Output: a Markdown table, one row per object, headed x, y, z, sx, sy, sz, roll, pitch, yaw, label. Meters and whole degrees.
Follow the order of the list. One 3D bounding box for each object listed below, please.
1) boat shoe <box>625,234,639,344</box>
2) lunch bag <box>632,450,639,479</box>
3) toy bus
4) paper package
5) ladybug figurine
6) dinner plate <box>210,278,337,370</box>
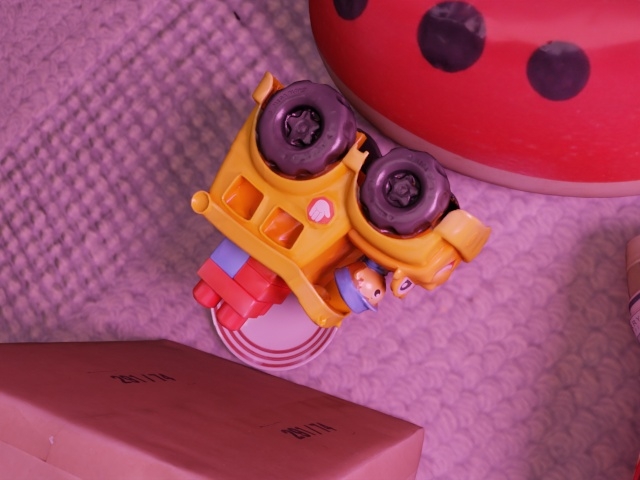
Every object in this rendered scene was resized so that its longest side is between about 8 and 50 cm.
| x | y | z | sx | sy | sz | roll | pitch | yaw | label |
| --- | --- | --- | --- | --- | --- | --- | --- | --- | --- |
| 0.370 | 0.019 | 0.467 | 0.302 | 0.109 | 0.094 | -5 | 59 | 10 | boat shoe |
| 0.312 | 0.215 | 0.365 | 0.293 | 0.120 | 0.258 | 22 | 102 | 54 | lunch bag |
| 0.000 | 0.000 | 0.572 | 0.220 | 0.149 | 0.211 | 36 | 91 | 19 | toy bus |
| -0.109 | 0.192 | 0.499 | 0.309 | 0.325 | 0.168 | 14 | 87 | 21 | paper package |
| 0.175 | -0.198 | 0.536 | 0.449 | 0.162 | 0.305 | 14 | 88 | 21 | ladybug figurine |
| -0.042 | 0.055 | 0.658 | 0.141 | 0.017 | 0.141 | -3 | 81 | 20 | dinner plate |
